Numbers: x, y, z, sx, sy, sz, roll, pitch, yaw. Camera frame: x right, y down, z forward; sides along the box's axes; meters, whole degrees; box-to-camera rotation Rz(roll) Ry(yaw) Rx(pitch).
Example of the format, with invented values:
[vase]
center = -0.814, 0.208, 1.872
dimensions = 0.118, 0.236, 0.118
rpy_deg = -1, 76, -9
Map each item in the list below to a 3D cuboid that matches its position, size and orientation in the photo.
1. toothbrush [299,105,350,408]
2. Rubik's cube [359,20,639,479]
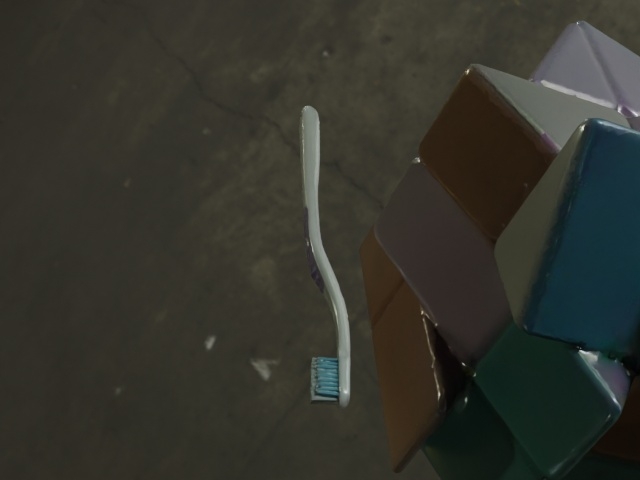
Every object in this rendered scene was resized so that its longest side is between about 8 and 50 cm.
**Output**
[toothbrush]
center = 0.000, 0.000, 0.362
dimensions = 0.011, 0.013, 0.131
rpy_deg = 103, 167, -45
[Rubik's cube]
center = 0.227, 0.042, 0.886
dimensions = 0.368, 0.387, 0.358
rpy_deg = -47, -12, -52
